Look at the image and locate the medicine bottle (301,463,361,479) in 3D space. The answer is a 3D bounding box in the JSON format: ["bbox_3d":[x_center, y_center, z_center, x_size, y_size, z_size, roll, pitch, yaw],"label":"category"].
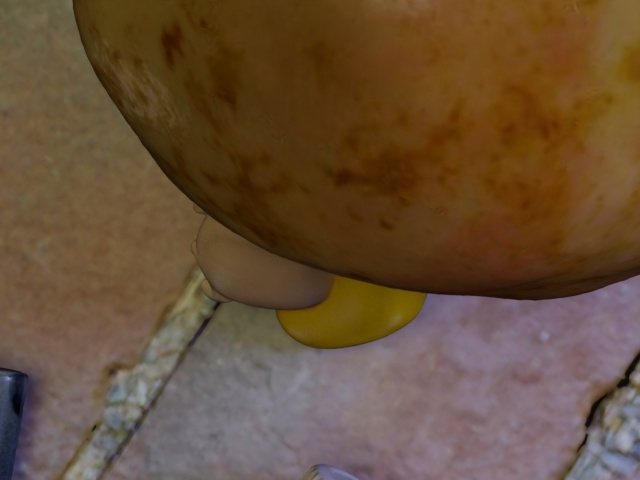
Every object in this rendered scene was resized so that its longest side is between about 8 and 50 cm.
[{"bbox_3d":[-0.033,0.199,0.782,0.083,0.083,0.203,36,96,14],"label":"medicine bottle"}]

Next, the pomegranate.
[{"bbox_3d":[0.056,-0.136,0.692,0.343,0.342,0.342,-1,85,14],"label":"pomegranate"}]

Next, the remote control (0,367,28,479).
[{"bbox_3d":[-0.224,0.243,0.848,0.107,0.044,0.377,8,87,19],"label":"remote control"}]

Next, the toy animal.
[{"bbox_3d":[0.000,0.000,0.802,0.114,0.091,0.082,12,60,3],"label":"toy animal"}]
